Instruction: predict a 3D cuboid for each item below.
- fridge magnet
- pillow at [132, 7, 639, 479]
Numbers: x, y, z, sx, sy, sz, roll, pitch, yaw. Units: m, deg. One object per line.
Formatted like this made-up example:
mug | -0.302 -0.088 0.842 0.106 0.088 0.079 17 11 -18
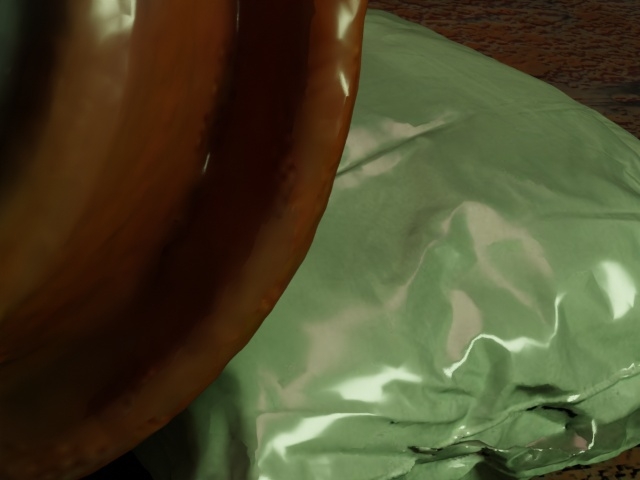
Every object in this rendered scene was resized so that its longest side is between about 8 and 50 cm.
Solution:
fridge magnet | -0.160 -0.084 0.540 0.363 0.363 0.155 20 11 17
pillow | 0.000 0.000 0.680 0.283 0.138 0.310 -18 41 -34
